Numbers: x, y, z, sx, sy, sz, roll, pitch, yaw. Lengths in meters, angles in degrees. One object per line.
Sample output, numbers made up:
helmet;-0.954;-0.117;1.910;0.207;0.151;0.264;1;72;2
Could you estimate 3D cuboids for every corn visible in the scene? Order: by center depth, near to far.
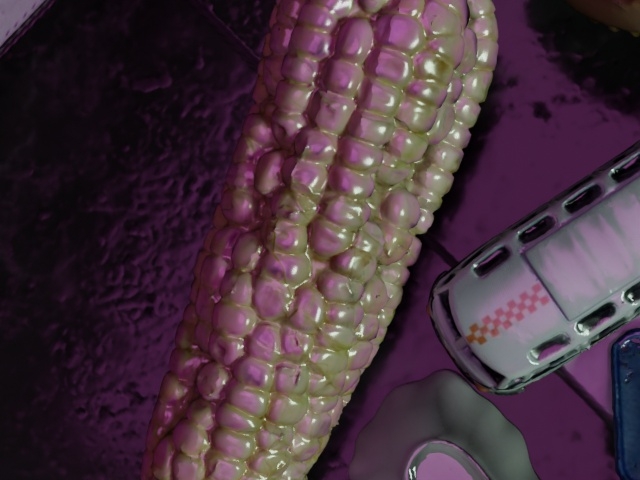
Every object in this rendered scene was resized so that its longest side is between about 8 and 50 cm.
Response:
corn;-0.002;-0.001;0.660;0.126;0.126;0.335;19;92;10

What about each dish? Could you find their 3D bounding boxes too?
dish;0.081;0.139;0.676;0.137;0.039;0.091;40;94;9

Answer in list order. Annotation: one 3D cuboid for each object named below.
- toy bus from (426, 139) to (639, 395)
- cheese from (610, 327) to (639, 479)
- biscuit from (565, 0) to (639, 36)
toy bus;0.145;0.008;0.647;0.194;0.089;0.087;-34;82;7
cheese;0.307;0.074;0.604;0.320;0.083;0.204;-6;58;17
biscuit;0.215;-0.209;0.597;0.259;0.079;0.259;-19;48;22
